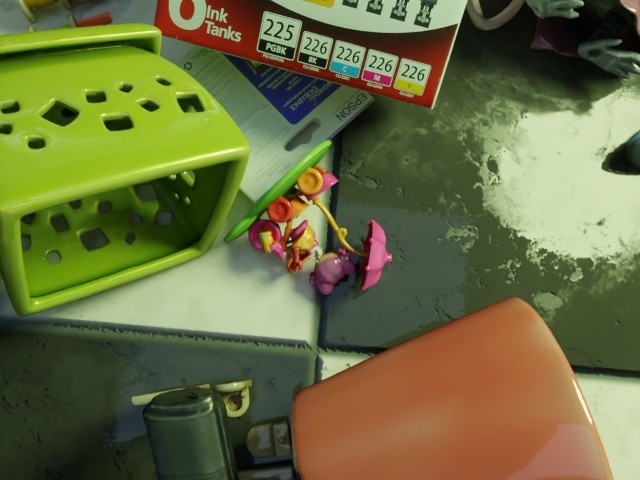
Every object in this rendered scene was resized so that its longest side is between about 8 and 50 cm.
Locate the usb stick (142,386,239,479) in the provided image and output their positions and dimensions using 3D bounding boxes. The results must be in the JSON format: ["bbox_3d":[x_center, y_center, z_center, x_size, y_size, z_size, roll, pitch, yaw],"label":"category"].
[{"bbox_3d":[-0.114,0.270,0.576,0.077,0.045,0.277,-7,109,-3],"label":"usb stick"}]

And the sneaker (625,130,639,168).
[{"bbox_3d":[0.482,-0.157,0.752,0.209,0.069,0.082,-23,47,2],"label":"sneaker"}]

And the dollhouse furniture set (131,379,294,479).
[{"bbox_3d":[-0.103,0.226,0.608,0.144,0.123,0.151,-7,78,-4],"label":"dollhouse furniture set"}]

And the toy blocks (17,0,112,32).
[{"bbox_3d":[-0.302,-0.300,0.748,0.148,0.054,0.123,-22,79,-7],"label":"toy blocks"}]

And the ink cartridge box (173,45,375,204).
[{"bbox_3d":[-0.076,-0.177,0.735,0.206,0.045,0.208,-42,82,-10],"label":"ink cartridge box"}]

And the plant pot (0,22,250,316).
[{"bbox_3d":[-0.235,-0.084,0.596,0.227,0.228,0.207,-21,71,-32],"label":"plant pot"}]

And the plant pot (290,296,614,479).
[{"bbox_3d":[0.113,0.214,0.562,0.243,0.275,0.274,-15,79,4],"label":"plant pot"}]

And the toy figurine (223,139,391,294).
[{"bbox_3d":[0.000,0.000,0.678,0.173,0.130,0.159,-42,92,12],"label":"toy figurine"}]

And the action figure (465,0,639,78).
[{"bbox_3d":[0.382,-0.403,0.758,0.276,0.248,0.370,15,77,28],"label":"action figure"}]

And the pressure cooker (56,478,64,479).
[{"bbox_3d":[-0.302,0.449,0.427,0.370,0.375,0.420,-23,79,-10],"label":"pressure cooker"}]

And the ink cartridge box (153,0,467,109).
[{"bbox_3d":[0.008,-0.317,0.620,0.310,0.130,0.271,15,110,0],"label":"ink cartridge box"}]
